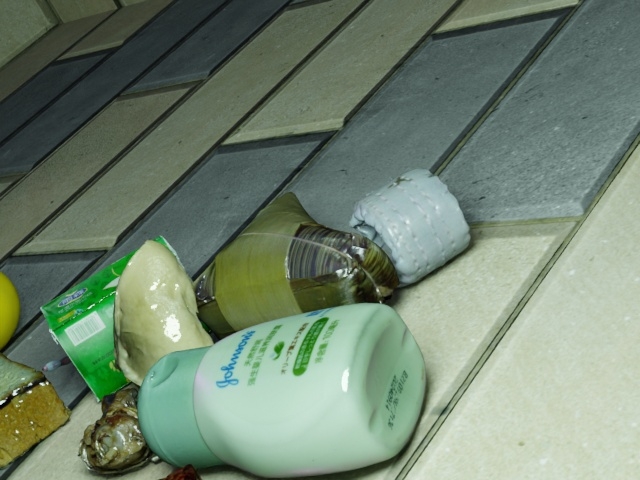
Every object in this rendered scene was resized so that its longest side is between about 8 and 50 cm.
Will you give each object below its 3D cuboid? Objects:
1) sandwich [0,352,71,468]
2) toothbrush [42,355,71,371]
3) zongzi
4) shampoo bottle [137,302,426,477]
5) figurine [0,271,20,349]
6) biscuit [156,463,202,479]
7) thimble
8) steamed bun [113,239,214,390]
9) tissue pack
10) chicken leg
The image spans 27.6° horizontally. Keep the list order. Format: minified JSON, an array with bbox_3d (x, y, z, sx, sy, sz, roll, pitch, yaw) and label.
[{"bbox_3d":[-0.531,0.282,1.904,0.273,0.095,0.249,-38,26,-21],"label":"sandwich"},{"bbox_3d":[-0.379,0.179,1.943,0.019,0.013,0.193,-15,0,8],"label":"toothbrush"},{"bbox_3d":[0.000,0.000,1.782,0.289,0.154,0.317,-11,37,34],"label":"zongzi"},{"bbox_3d":[-0.061,0.183,1.520,0.349,0.151,0.222,-13,37,34],"label":"shampoo bottle"},{"bbox_3d":[-0.655,0.127,2.258,0.215,0.187,0.343,-29,14,-31],"label":"figurine"},{"bbox_3d":[-0.156,0.347,1.399,0.106,0.070,0.252,-30,25,2],"label":"biscuit"},{"bbox_3d":[0.117,-0.019,1.742,0.118,0.127,0.151,-31,14,-11],"label":"thimble"},{"bbox_3d":[-0.214,0.140,1.716,0.110,0.231,0.212,-20,42,-27],"label":"steamed bun"},{"bbox_3d":[-0.284,0.104,1.914,0.209,0.148,0.156,-33,26,-8],"label":"tissue pack"},{"bbox_3d":[-0.261,0.251,1.708,0.125,0.080,0.196,-27,15,-21],"label":"chicken leg"}]
